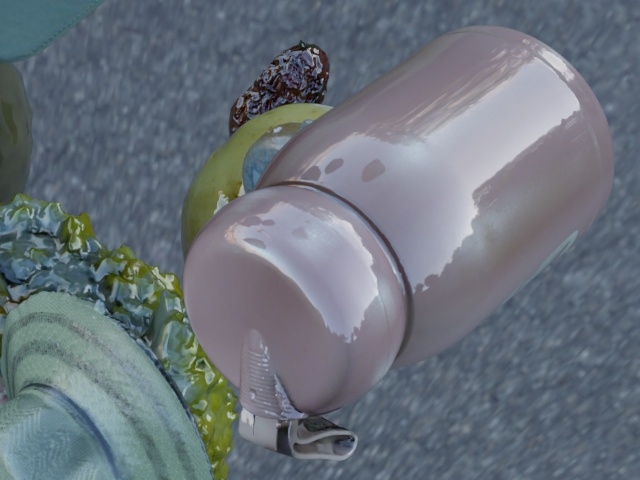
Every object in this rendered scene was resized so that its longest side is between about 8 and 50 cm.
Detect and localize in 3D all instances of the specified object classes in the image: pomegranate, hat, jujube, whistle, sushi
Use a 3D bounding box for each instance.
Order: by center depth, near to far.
[{"bbox_3d":[-0.192,0.166,1.226,0.110,0.252,0.252,-31,76,-37],"label":"hat"},{"bbox_3d":[-0.020,-0.017,1.449,0.107,0.220,0.057,28,42,19],"label":"whistle"},{"bbox_3d":[-0.272,0.144,1.630,0.351,0.240,0.396,-34,48,-24],"label":"sushi"},{"bbox_3d":[0.000,0.000,1.891,0.319,0.319,0.319,5,66,-11],"label":"pomegranate"},{"bbox_3d":[-0.051,-0.167,2.076,0.104,0.166,0.104,23,29,-14],"label":"jujube"}]

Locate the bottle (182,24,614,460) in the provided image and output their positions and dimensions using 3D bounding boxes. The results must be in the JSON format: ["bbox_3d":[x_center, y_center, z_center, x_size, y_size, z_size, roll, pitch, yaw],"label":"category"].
[{"bbox_3d":[0.050,0.005,1.094,0.173,0.206,0.297,18,38,31],"label":"bottle"}]

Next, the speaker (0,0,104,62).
[{"bbox_3d":[-0.210,-0.368,1.570,0.406,0.183,0.184,-37,39,12],"label":"speaker"}]

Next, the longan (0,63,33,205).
[{"bbox_3d":[-0.513,-0.114,1.870,0.391,0.391,0.391,5,66,-11],"label":"longan"}]
